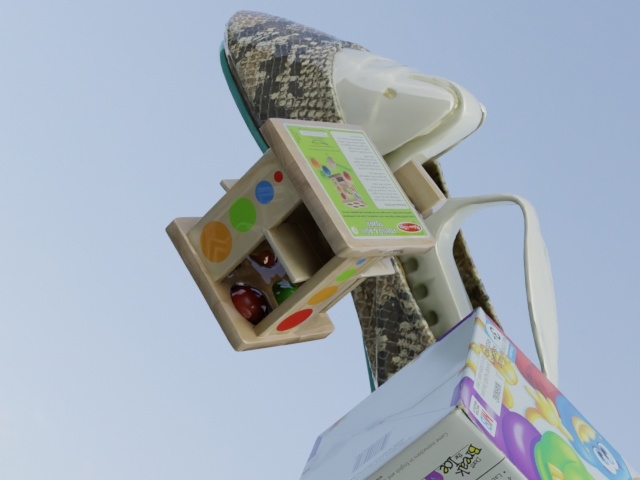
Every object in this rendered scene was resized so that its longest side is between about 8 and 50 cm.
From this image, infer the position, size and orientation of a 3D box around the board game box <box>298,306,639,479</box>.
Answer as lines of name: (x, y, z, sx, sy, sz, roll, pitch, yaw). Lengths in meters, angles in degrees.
board game box: (0.127, 0.201, 0.749, 0.144, 0.142, 0.275, -41, -84, 21)

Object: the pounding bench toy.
pounding bench toy: (0.000, 0.000, 0.453, 0.065, 0.083, 0.052, -43, -113, 29)

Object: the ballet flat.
ballet flat: (0.081, -0.008, 1.014, 0.182, 0.164, 0.483, -33, -110, 33)
